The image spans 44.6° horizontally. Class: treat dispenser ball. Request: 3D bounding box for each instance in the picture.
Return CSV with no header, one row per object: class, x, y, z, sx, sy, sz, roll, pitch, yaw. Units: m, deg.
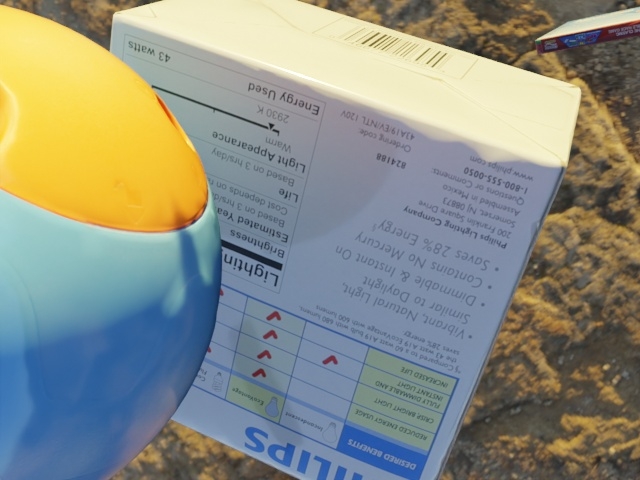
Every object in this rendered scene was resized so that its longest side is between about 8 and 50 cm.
treat dispenser ball,-0.199,0.014,0.434,0.288,0.288,0.288,9,106,34

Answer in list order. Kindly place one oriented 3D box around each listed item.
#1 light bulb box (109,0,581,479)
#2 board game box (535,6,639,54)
light bulb box,0.000,0.000,0.716,0.358,0.225,0.361,21,119,12
board game box,0.488,-0.335,1.187,0.281,0.145,0.027,-1,114,41
